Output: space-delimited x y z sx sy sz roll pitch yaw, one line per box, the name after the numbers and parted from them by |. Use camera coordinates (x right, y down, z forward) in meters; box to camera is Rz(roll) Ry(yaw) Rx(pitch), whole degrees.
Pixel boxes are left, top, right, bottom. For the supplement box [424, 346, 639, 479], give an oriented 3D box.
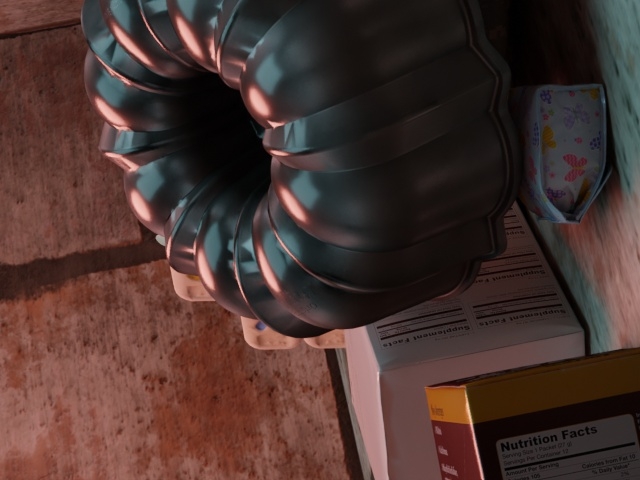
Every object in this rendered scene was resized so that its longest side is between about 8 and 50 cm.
0.149 0.165 0.930 0.191 0.129 0.194 118 141 -84 | supplement box

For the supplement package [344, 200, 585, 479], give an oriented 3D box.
0.103 0.098 1.233 0.203 0.149 0.194 -107 8 -56 | supplement package

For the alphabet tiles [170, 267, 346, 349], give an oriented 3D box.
0.000 0.000 1.476 0.021 0.284 0.278 -83 -9 -49 | alphabet tiles

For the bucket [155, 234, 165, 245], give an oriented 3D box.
-0.033 -0.091 1.612 0.183 0.281 0.281 23 136 35 | bucket

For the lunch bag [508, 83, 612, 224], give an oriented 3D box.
0.144 -0.053 0.988 0.071 0.053 0.083 -154 63 -82 | lunch bag

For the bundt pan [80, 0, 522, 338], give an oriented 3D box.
-0.036 -0.081 1.043 0.331 0.124 0.331 32 137 36 | bundt pan

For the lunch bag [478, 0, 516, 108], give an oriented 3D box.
0.044 -0.202 1.204 0.287 0.169 0.235 -98 1 -59 | lunch bag
